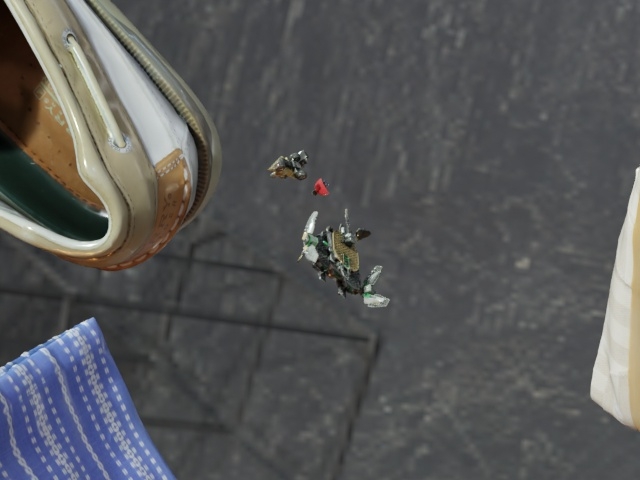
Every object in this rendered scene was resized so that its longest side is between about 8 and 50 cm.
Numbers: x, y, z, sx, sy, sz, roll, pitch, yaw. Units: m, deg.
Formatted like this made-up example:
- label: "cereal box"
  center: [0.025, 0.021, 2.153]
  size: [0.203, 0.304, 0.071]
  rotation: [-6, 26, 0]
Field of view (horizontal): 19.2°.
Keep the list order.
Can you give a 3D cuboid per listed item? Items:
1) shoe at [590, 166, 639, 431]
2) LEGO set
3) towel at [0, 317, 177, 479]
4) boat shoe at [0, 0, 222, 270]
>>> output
- label: "shoe"
  center: [0.201, 0.011, 1.134]
  size: [0.058, 0.077, 0.219]
  rotation: [25, 113, 51]
- label: "LEGO set"
  center: [0.001, -0.001, 0.862]
  size: [0.023, 0.054, 0.083]
  rotation: [-36, 66, 26]
- label: "towel"
  center: [-0.141, 0.187, 1.049]
  size: [0.040, 0.336, 0.243]
  rotation: [-29, 92, 22]
- label: "boat shoe"
  center: [-0.170, -0.107, 0.778]
  size: [0.113, 0.302, 0.103]
  rotation: [-50, 0, 17]
